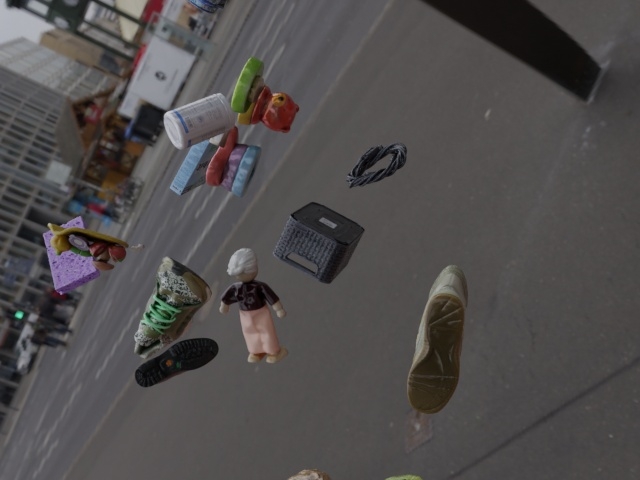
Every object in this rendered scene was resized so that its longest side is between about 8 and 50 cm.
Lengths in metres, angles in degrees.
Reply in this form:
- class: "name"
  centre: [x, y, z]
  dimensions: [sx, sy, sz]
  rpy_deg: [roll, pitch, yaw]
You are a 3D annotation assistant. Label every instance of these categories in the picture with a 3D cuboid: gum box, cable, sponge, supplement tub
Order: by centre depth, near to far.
- class: "supplement tub"
  centre: [-0.212, -0.208, 1.279]
  dimensions: [0.107, 0.071, 0.071]
  rpy_deg: [-26, 1, -25]
- class: "cable"
  centre: [0.149, -0.193, 1.953]
  dimensions: [0.184, 0.047, 0.150]
  rpy_deg: [-42, 33, -19]
- class: "sponge"
  centre: [-0.672, 0.038, 1.974]
  dimensions: [0.117, 0.031, 0.210]
  rpy_deg: [-25, 53, -4]
- class: "gum box"
  centre: [-0.330, -0.225, 2.042]
  dimensions: [0.184, 0.041, 0.157]
  rpy_deg: [-55, -4, 24]

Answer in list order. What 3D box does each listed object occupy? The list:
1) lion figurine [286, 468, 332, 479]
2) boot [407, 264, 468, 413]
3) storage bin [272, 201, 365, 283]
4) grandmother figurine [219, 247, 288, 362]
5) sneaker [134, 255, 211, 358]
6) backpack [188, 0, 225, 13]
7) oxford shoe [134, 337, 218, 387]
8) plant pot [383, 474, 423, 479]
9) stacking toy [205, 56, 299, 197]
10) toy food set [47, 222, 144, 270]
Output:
- class: "lion figurine"
  centre: [-0.018, 0.741, 1.803]
  dimensions: [0.240, 0.392, 0.142]
  rpy_deg: [-21, 19, 16]
- class: "boot"
  centre: [0.197, 0.159, 1.198]
  dimensions: [0.165, 0.077, 0.213]
  rpy_deg: [-53, -28, -68]
- class: "storage bin"
  centre: [0.000, 0.000, 1.384]
  dimensions: [0.084, 0.122, 0.180]
  rpy_deg: [-64, -8, 16]
- class: "grandmother figurine"
  centre: [-0.196, 0.183, 2.095]
  dimensions: [0.104, 0.208, 0.342]
  rpy_deg: [-67, -30, -66]
- class: "sneaker"
  centre: [-0.408, 0.200, 1.927]
  dimensions: [0.182, 0.158, 0.410]
  rpy_deg: [-58, -3, -38]
- class: "backpack"
  centre: [-0.308, -0.656, 1.940]
  dimensions: [0.084, 0.105, 0.114]
  rpy_deg: [-56, -9, 15]
- class: "oxford shoe"
  centre: [-0.380, 0.318, 1.934]
  dimensions: [0.096, 0.227, 0.082]
  rpy_deg: [130, 119, -72]
- class: "plant pot"
  centre: [0.149, 0.555, 1.246]
  dimensions: [0.276, 0.253, 0.276]
  rpy_deg: [-25, 0, 0]
- class: "stacking toy"
  centre: [-0.149, -0.260, 1.717]
  dimensions: [0.279, 0.130, 0.309]
  rpy_deg: [115, 177, -74]
- class: "toy food set"
  centre: [-0.504, 0.023, 1.631]
  dimensions: [0.128, 0.218, 0.071]
  rpy_deg: [-11, 65, 62]
